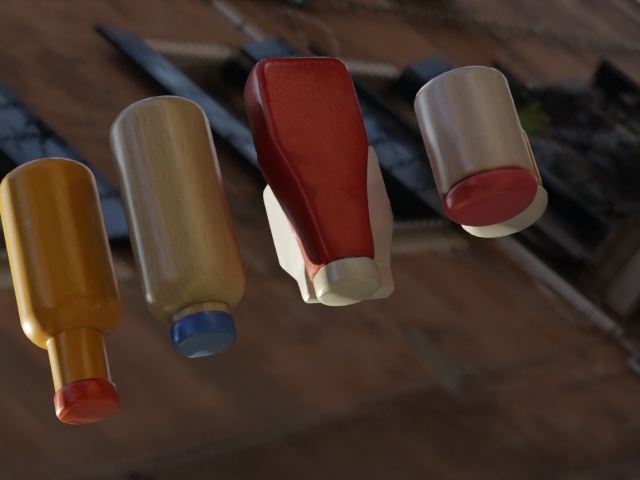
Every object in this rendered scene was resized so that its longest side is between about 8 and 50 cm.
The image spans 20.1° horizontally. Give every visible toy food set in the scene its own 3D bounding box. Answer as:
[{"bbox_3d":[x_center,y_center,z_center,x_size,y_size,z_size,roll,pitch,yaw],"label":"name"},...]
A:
[{"bbox_3d":[0.000,0.000,0.715,0.232,0.104,0.111,-3,-27,-23],"label":"toy food set"}]
